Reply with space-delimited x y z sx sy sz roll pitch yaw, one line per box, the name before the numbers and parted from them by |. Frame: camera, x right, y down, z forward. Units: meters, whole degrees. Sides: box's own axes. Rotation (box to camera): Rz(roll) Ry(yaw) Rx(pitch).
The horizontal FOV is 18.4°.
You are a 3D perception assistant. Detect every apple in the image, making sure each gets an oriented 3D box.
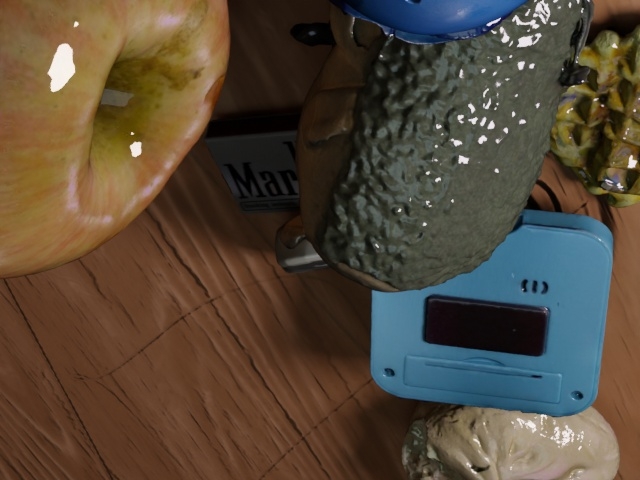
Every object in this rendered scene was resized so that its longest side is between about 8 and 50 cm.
apple | -0.285 -0.157 1.620 0.347 0.391 0.391 24 143 23

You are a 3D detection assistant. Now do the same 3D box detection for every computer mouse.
computer mouse | 0.000 0.000 1.922 0.089 0.056 0.181 -3 175 -1

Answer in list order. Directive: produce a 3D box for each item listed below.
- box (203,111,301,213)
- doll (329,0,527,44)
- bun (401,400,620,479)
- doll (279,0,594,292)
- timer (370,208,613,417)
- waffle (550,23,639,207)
box | -0.009 -0.076 1.888 0.178 0.036 0.115 -4 138 19
doll | 0.121 -0.270 1.413 0.310 0.240 0.284 -6 135 -6
bun | 0.196 0.237 2.118 0.237 0.116 0.210 -14 133 25
doll | 0.089 -0.128 1.667 0.247 0.247 0.349 21 128 -8
timer | 0.168 0.051 1.950 0.232 0.091 0.250 7 134 7
waffle | 0.296 -0.109 1.753 0.223 0.054 0.204 -19 129 33
